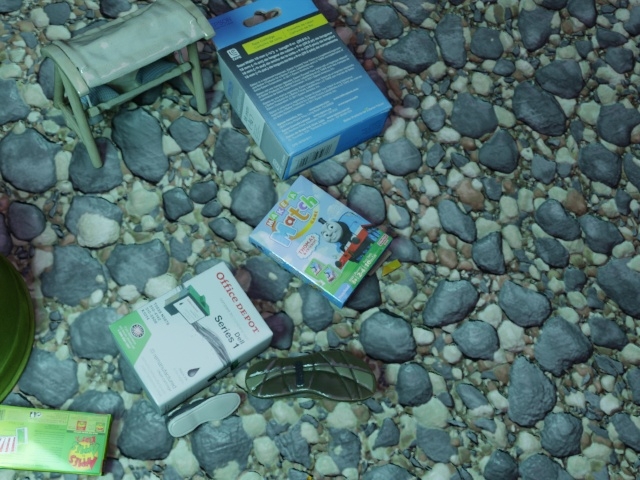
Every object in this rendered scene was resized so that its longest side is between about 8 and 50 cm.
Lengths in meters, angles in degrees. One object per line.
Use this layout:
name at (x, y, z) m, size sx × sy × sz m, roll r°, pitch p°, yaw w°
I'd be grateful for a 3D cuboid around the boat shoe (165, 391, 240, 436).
boat shoe at (-0.192, 0.277, 1.207) m, size 0.125 × 0.038 × 0.046 m, roll -25°, pitch 116°, yaw -20°

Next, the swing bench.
swing bench at (-0.341, -0.303, 1.322) m, size 0.253 × 0.254 × 0.165 m, roll -31°, pitch 75°, yaw -22°

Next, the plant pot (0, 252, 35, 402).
plant pot at (-0.620, 0.080, 1.039) m, size 0.366 × 0.353 × 0.366 m, roll 4°, pitch 65°, yaw -10°

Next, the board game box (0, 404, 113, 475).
board game box at (-0.420, 0.308, 1.142) m, size 0.181 × 0.043 × 0.092 m, roll 7°, pitch 70°, yaw -8°

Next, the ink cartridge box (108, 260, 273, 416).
ink cartridge box at (-0.211, 0.159, 1.227) m, size 0.219 × 0.092 × 0.160 m, roll -31°, pitch 75°, yaw -21°

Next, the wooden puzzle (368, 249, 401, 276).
wooden puzzle at (0.089, 0.025, 1.392) m, size 0.078 × 0.014 × 0.116 m, roll -37°, pitch 77°, yaw -27°

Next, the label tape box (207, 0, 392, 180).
label tape box at (-0.055, -0.316, 1.467) m, size 0.241 × 0.106 × 0.333 m, roll -27°, pitch 73°, yaw -21°

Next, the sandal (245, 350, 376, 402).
sandal at (-0.016, 0.239, 1.253) m, size 0.219 × 0.060 × 0.090 m, roll -6°, pitch 60°, yaw 2°

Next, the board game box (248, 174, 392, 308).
board game box at (0.000, 0.000, 1.359) m, size 0.211 × 0.039 × 0.160 m, roll 35°, pitch 70°, yaw 10°

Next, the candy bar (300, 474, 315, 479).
candy bar at (-0.081, 0.409, 1.170) m, size 0.161 × 0.040 × 0.018 m, roll -17°, pitch 98°, yaw -18°
